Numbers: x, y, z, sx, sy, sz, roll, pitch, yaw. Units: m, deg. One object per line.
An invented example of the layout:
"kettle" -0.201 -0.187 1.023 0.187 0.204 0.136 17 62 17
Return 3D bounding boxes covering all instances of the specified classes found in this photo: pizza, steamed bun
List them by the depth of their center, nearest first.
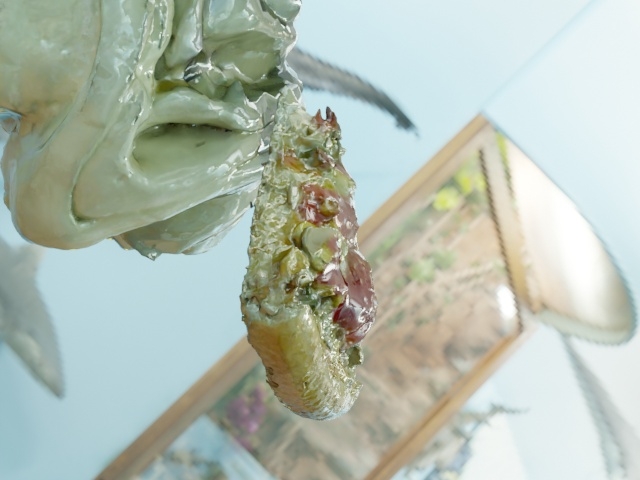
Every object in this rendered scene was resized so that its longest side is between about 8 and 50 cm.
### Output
"pizza" 0.000 0.000 0.789 0.188 0.062 0.198 63 23 -70
"steamed bun" -0.134 -0.150 1.043 0.339 0.247 0.352 -57 133 -78
